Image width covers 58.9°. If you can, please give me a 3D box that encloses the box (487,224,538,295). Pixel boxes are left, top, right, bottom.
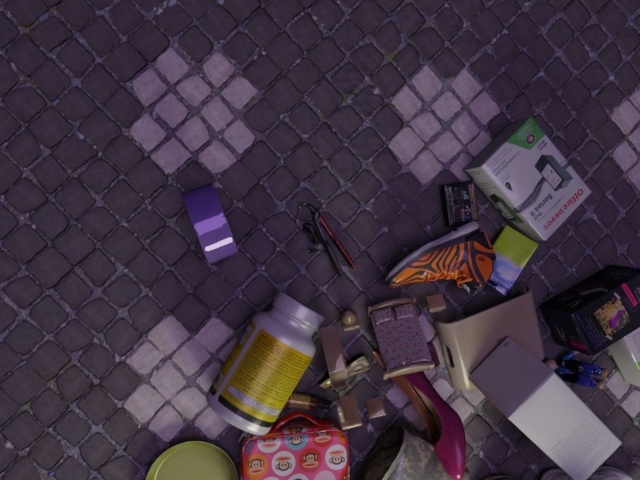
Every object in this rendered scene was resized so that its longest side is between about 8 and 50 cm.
[{"bbox_3d":[0.531,0.058,1.632,0.109,0.042,0.178,33,85,13],"label":"box"}]

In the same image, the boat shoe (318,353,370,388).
[{"bbox_3d":[0.066,0.369,1.561,0.153,0.056,0.048,-29,92,-16],"label":"boat shoe"}]

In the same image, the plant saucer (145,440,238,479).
[{"bbox_3d":[-0.339,0.643,1.497,0.240,0.037,0.241,0,91,-12],"label":"plant saucer"}]

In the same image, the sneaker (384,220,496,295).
[{"bbox_3d":[0.346,0.087,1.552,0.321,0.124,0.180,-27,77,-9],"label":"sneaker"}]

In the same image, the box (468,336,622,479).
[{"bbox_3d":[0.607,0.460,1.545,0.168,0.215,0.345,-46,110,1],"label":"box"}]

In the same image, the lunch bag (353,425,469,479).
[{"bbox_3d":[0.238,0.669,1.544,0.235,0.169,0.287,35,89,-10],"label":"lunch bag"}]

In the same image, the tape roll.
[{"bbox_3d":[-0.276,-0.042,1.416,0.080,0.189,0.189,-21,95,-11],"label":"tape roll"}]

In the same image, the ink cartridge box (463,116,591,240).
[{"bbox_3d":[0.590,-0.171,1.615,0.211,0.121,0.289,-45,99,-6],"label":"ink cartridge box"}]

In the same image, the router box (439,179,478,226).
[{"bbox_3d":[0.396,-0.106,1.622,0.092,0.038,0.123,-8,93,-10],"label":"router box"}]

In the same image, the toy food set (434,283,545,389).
[{"bbox_3d":[0.494,0.276,1.635,0.306,0.092,0.220,-20,106,-9],"label":"toy food set"}]

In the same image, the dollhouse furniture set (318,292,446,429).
[{"bbox_3d":[0.188,0.283,1.442,0.355,0.174,0.303,-13,61,-2],"label":"dollhouse furniture set"}]

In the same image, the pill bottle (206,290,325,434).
[{"bbox_3d":[-0.131,0.306,1.453,0.187,0.188,0.334,32,86,-10],"label":"pill bottle"}]

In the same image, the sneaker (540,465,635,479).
[{"bbox_3d":[0.810,0.743,1.664,0.304,0.152,0.114,2,89,-12],"label":"sneaker"}]

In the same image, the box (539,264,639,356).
[{"bbox_3d":[0.814,0.197,1.645,0.270,0.165,0.143,-27,96,-9],"label":"box"}]

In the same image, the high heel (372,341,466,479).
[{"bbox_3d":[0.257,0.449,1.508,0.181,0.127,0.377,-1,54,-18],"label":"high heel"}]

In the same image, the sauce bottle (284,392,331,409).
[{"bbox_3d":[-0.035,0.442,1.549,0.128,0.042,0.042,13,89,-12],"label":"sauce bottle"}]

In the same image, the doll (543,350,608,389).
[{"bbox_3d":[0.757,0.386,1.699,0.188,0.046,0.129,13,98,-5],"label":"doll"}]

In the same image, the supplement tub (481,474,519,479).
[{"bbox_3d":[0.551,0.807,1.526,0.235,0.325,0.236,0,91,-11],"label":"supplement tub"}]

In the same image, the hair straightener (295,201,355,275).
[{"bbox_3d":[0.000,0.000,1.542,0.089,0.047,0.230,-33,97,-9],"label":"hair straightener"}]

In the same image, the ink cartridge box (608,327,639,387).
[{"bbox_3d":[1.019,0.288,1.712,0.272,0.115,0.198,-30,97,-9],"label":"ink cartridge box"}]

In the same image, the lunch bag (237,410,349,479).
[{"bbox_3d":[-0.070,0.585,1.505,0.292,0.120,0.258,-1,91,-10],"label":"lunch bag"}]
